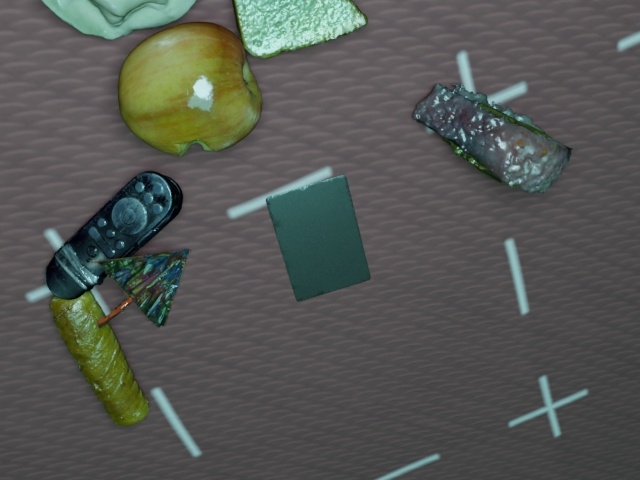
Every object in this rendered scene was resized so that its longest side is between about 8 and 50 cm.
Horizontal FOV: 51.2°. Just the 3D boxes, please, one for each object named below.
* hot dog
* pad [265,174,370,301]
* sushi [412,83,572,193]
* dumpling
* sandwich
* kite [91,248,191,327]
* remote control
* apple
[{"bbox_3d":[-0.368,0.204,1.132,0.088,0.061,0.286,-29,120,-11],"label":"hot dog"},{"bbox_3d":[0.000,0.000,1.144,0.143,0.003,0.211,-17,118,-4],"label":"pad"},{"bbox_3d":[0.275,-0.154,1.041,0.241,0.161,0.107,21,111,-22],"label":"sushi"},{"bbox_3d":[-0.242,-0.351,0.855,0.252,0.131,0.179,-25,134,1],"label":"dumpling"},{"bbox_3d":[-0.048,-0.374,0.917,0.186,0.065,0.215,-17,117,-4],"label":"sandwich"},{"bbox_3d":[-0.284,0.070,1.069,0.189,0.009,0.232,-43,146,-18],"label":"kite"},{"bbox_3d":[-0.320,-0.006,1.040,0.266,0.066,0.090,-40,81,12],"label":"remote control"},{"bbox_3d":[-0.180,-0.201,0.917,0.199,0.199,0.199,-5,116,-10],"label":"apple"}]
